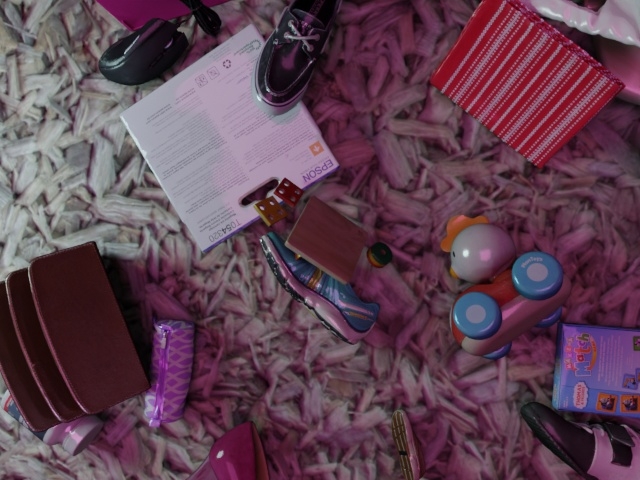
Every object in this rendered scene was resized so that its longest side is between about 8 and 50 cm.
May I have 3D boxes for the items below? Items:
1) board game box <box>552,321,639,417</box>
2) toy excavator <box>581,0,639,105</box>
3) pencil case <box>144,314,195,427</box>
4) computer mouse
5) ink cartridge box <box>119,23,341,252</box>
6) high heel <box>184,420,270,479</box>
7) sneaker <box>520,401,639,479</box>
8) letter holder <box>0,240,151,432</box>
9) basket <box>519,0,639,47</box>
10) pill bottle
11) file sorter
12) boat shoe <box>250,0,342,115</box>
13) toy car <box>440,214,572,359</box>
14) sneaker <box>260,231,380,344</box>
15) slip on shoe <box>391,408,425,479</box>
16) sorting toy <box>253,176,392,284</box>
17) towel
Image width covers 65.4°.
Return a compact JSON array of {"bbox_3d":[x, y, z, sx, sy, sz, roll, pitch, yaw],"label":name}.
[{"bbox_3d":[0.542,0.237,0.906,0.212,0.039,0.159,4,91,7],"label":"board game box"},{"bbox_3d":[0.625,-0.211,0.820,0.446,0.222,0.432,16,91,16],"label":"toy excavator"},{"bbox_3d":[-0.302,0.257,0.997,0.087,0.088,0.205,5,92,-3],"label":"pencil case"},{"bbox_3d":[-0.327,-0.387,0.944,0.262,0.184,0.060,-27,67,8],"label":"computer mouse"},{"bbox_3d":[-0.177,-0.195,0.987,0.324,0.071,0.329,-31,90,6],"label":"ink cartridge box"},{"bbox_3d":[-0.082,0.538,0.957,0.181,0.127,0.377,-45,89,0],"label":"high heel"},{"bbox_3d":[0.509,0.367,0.880,0.331,0.122,0.146,39,89,-2],"label":"sneaker"},{"bbox_3d":[-0.490,0.186,0.940,0.215,0.152,0.301,-20,87,-34],"label":"letter holder"},{"bbox_3d":[0.437,-0.519,0.712,0.328,0.331,0.266,37,75,30],"label":"basket"},{"bbox_3d":[-0.543,0.351,1.022,0.180,0.108,0.107,35,95,6],"label":"pill bottle"},{"bbox_3d":[-0.293,-0.562,0.934,0.291,0.202,0.182,-13,86,8],"label":"file sorter"},{"bbox_3d":[-0.034,-0.370,0.904,0.108,0.102,0.301,29,75,-9],"label":"boat shoe"},{"bbox_3d":[0.288,0.060,0.888,0.210,0.219,0.237,-36,57,7],"label":"toy car"},{"bbox_3d":[-0.005,0.079,0.965,0.275,0.107,0.110,43,76,1],"label":"sneaker"},{"bbox_3d":[0.173,0.391,0.959,0.041,0.051,0.135,-7,79,-32],"label":"slip on shoe"},{"bbox_3d":[0.000,0.000,0.917,0.275,0.132,0.046,34,138,-10],"label":"sorting toy"},{"bbox_3d":[0.350,-0.279,0.881,0.275,0.031,0.198,40,131,5],"label":"towel"}]
